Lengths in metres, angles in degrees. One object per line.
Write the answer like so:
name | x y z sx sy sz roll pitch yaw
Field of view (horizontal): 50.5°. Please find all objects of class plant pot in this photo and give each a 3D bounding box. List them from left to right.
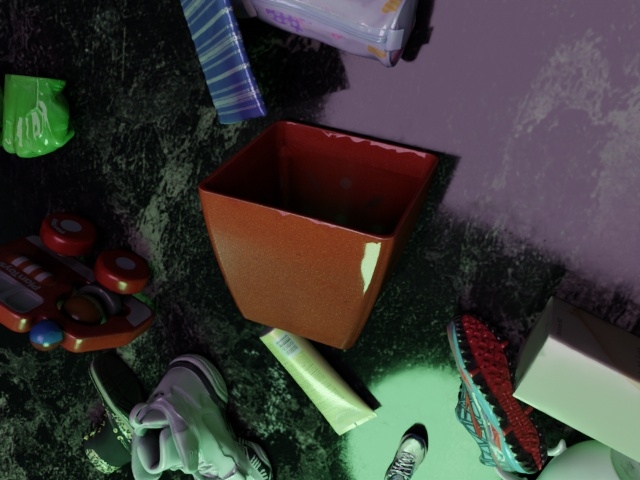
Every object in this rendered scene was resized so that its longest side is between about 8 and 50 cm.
plant pot | 0.000 0.000 1.003 0.267 0.267 0.235 15 124 16

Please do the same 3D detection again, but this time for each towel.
towel | -0.157 -0.336 0.975 0.040 0.243 0.335 -21 103 -16

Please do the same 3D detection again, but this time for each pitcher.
pitcher | 0.379 0.371 1.059 0.207 0.126 0.177 -44 73 38

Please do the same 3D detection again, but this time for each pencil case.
pencil case | 0.000 -0.335 0.954 0.273 0.124 0.113 22 113 12

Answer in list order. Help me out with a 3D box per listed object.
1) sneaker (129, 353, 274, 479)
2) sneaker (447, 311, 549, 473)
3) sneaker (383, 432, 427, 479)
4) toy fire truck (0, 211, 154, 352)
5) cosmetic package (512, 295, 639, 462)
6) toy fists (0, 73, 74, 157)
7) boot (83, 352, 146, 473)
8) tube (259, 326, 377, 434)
sneaker | -0.219 0.407 1.236 0.137 0.210 0.365 -20 100 26
sneaker | 0.245 0.244 1.064 0.125 0.104 0.261 -29 80 51
sneaker | 0.146 0.398 1.181 0.052 0.058 0.135 23 113 12
toy fire truck | -0.463 0.098 1.200 0.302 0.254 0.169 33 116 8
cosmetic package | 0.441 0.216 0.953 0.310 0.160 0.113 27 114 9
toy fists | -0.564 -0.228 1.222 0.279 0.096 0.142 10 101 19
boot | -0.430 0.358 1.371 0.179 0.085 0.236 -30 96 29
tube | -0.009 0.238 1.191 0.240 0.062 0.070 50 161 -6
